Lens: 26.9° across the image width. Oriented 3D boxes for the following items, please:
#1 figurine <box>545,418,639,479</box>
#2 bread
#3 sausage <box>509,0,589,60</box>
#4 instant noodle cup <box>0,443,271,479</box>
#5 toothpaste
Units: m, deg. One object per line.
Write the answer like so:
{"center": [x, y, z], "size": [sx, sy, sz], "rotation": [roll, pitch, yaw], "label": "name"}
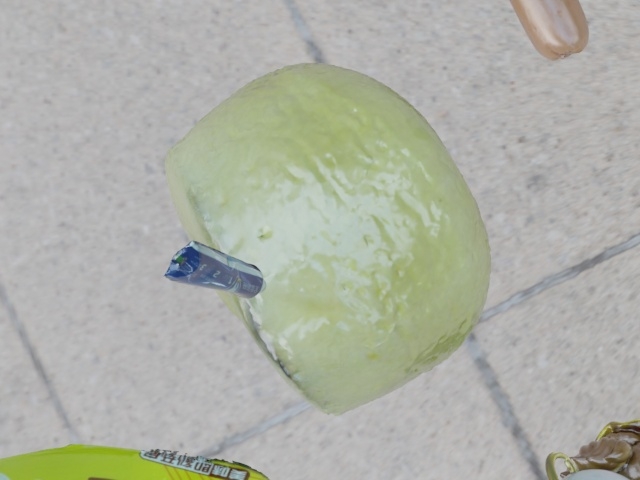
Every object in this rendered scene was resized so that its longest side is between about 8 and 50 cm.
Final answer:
{"center": [0.338, 0.298, 1.500], "size": [0.142, 0.263, 0.189], "rotation": [-35, 83, 35], "label": "figurine"}
{"center": [0.010, -0.006, 1.249], "size": [0.237, 0.320, 0.320], "rotation": [-28, 84, -9], "label": "bread"}
{"center": [0.270, -0.371, 1.757], "size": [0.086, 0.086, 0.289], "rotation": [-26, 88, 25], "label": "sausage"}
{"center": [-0.111, 0.278, 0.636], "size": [0.311, 0.311, 0.221], "rotation": [22, 128, 20], "label": "instant noodle cup"}
{"center": [-0.052, 0.017, 0.697], "size": [0.027, 0.083, 0.019], "rotation": [-43, 63, 14], "label": "toothpaste"}
